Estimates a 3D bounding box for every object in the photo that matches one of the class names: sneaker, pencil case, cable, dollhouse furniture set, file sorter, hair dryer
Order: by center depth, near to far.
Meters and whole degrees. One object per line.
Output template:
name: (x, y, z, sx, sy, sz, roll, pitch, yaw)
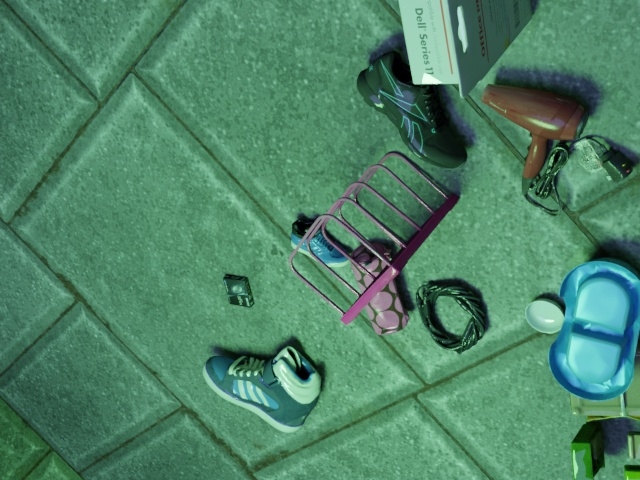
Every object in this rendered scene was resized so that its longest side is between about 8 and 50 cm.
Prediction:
hair dryer: (0.399, -0.173, 1.667, 0.293, 0.080, 0.224, 50, 134, -9)
sneaker: (0.187, -0.245, 1.734, 0.267, 0.101, 0.106, 43, 132, -3)
file sorter: (0.101, -0.017, 1.828, 0.182, 0.290, 0.202, 42, 134, 3)
dollhouse furniture set: (0.633, 0.351, 1.918, 0.198, 0.151, 0.301, -4, 91, 27)
cable: (0.295, 0.172, 2.020, 0.151, 0.047, 0.184, -5, 117, 29)
pencil case: (0.137, 0.110, 2.039, 0.098, 0.095, 0.209, -10, 120, 19)
sneaker: (-0.001, 0.001, 2.062, 0.152, 0.058, 0.084, 25, 141, 23)
sneaker: (-0.143, 0.333, 2.366, 0.323, 0.130, 0.236, 31, 124, 15)

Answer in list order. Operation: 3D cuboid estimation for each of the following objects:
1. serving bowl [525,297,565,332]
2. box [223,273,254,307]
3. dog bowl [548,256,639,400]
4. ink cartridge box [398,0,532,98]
serving bowl: (0.470, 0.152, 1.899, 0.083, 0.027, 0.083, 17, 129, 22)
box: (-0.208, 0.128, 2.315, 0.067, 0.018, 0.083, 8, 126, 28)
dog bowl: (0.548, 0.168, 1.788, 0.166, 0.074, 0.297, 14, 114, 24)
ink cartridge box: (0.219, -0.380, 1.436, 0.119, 0.353, 0.207, 4, 124, 30)
